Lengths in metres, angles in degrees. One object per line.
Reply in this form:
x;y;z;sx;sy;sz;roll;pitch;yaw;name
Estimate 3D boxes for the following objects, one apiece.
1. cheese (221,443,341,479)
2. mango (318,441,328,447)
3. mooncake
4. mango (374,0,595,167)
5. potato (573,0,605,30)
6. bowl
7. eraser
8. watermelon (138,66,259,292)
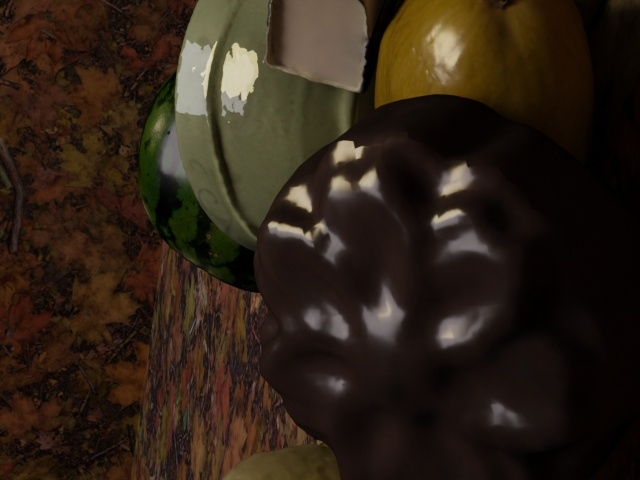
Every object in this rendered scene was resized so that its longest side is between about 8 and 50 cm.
0.050;0.213;0.894;0.159;0.263;0.093;41;125;44;cheese
-0.003;0.325;1.402;0.098;0.075;0.190;48;125;59;mango
0.078;0.053;0.800;0.141;0.283;0.283;-35;-30;-47;mooncake
0.113;-0.086;0.934;0.332;0.142;0.195;108;142;-65;mango
0.147;-0.204;0.971;0.261;0.100;0.120;147;127;-72;potato
0.026;-0.124;1.112;0.163;0.307;0.307;15;101;41;bowl
0.038;-0.270;0.975;0.130;0.086;0.287;93;-166;-64;eraser
-0.065;-0.088;1.379;0.285;0.285;0.285;-174;90;-75;watermelon
